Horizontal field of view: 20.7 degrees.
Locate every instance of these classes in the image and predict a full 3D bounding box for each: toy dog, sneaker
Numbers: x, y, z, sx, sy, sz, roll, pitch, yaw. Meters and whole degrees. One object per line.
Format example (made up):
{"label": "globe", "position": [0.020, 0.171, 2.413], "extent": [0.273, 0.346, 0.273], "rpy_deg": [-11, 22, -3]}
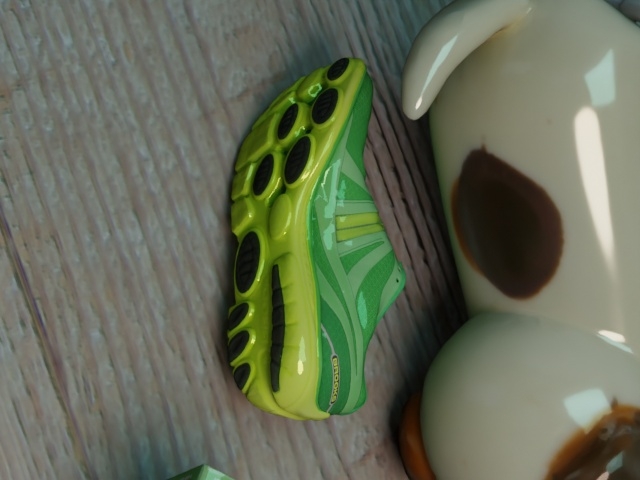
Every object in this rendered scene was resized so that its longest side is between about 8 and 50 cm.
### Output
{"label": "toy dog", "position": [0.206, 0.029, 1.331], "extent": [0.395, 0.285, 0.407], "rpy_deg": [13, 85, -54]}
{"label": "sneaker", "position": [0.000, 0.000, 1.359], "extent": [0.123, 0.109, 0.295], "rpy_deg": [25, 64, -42]}

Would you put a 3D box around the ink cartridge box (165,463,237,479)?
{"label": "ink cartridge box", "position": [-0.108, 0.272, 1.176], "extent": [0.093, 0.154, 0.212], "rpy_deg": [29, 64, -16]}

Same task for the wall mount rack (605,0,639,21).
{"label": "wall mount rack", "position": [0.122, -0.279, 1.440], "extent": [0.350, 0.130, 0.304], "rpy_deg": [11, 49, -26]}
